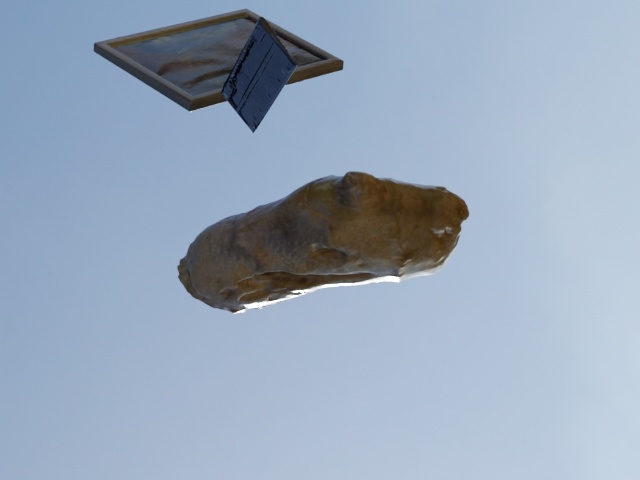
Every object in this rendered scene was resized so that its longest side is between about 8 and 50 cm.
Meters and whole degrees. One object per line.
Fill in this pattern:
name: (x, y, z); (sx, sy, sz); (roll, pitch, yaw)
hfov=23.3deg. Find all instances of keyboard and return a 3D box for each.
keyboard: (-0.066, -0.170, 1.618); (0.010, 0.198, 0.064); (-36, -94, -22)

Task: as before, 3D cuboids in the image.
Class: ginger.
ginger: (0.000, 0.000, 1.838); (0.190, 0.354, 0.126); (58, -161, -55)

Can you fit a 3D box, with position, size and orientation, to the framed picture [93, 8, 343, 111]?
framed picture: (-0.120, -0.221, 1.864); (0.250, 0.184, 0.016); (-19, -49, -41)
